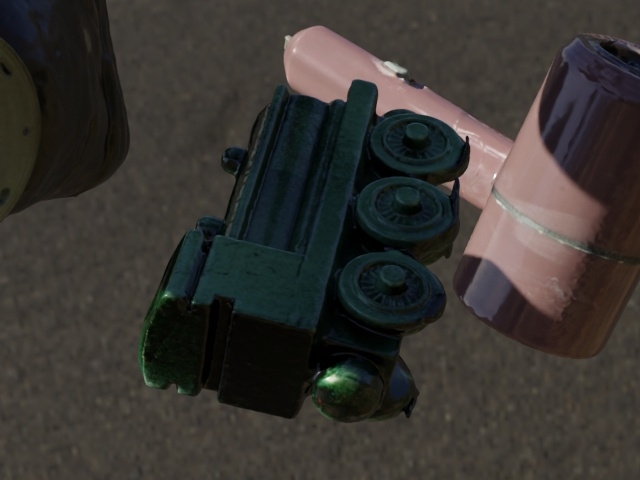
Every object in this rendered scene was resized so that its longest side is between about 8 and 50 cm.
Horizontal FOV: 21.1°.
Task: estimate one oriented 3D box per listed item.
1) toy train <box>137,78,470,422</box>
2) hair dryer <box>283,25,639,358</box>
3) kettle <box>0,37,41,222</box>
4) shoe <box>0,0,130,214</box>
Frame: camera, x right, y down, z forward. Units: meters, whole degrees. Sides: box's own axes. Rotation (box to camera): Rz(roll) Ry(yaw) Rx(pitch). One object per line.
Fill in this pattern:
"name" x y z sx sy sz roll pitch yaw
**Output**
"toy train" 0.000 0.000 0.689 0.111 0.071 0.170 14 42 0
"hair dryer" 0.106 -0.090 1.287 0.352 0.210 0.125 34 23 26
"kettle" -0.354 -0.094 1.190 0.240 0.165 0.255 -13 26 -41
"shoe" -0.284 -0.210 1.438 0.171 0.384 0.237 -6 7 17
